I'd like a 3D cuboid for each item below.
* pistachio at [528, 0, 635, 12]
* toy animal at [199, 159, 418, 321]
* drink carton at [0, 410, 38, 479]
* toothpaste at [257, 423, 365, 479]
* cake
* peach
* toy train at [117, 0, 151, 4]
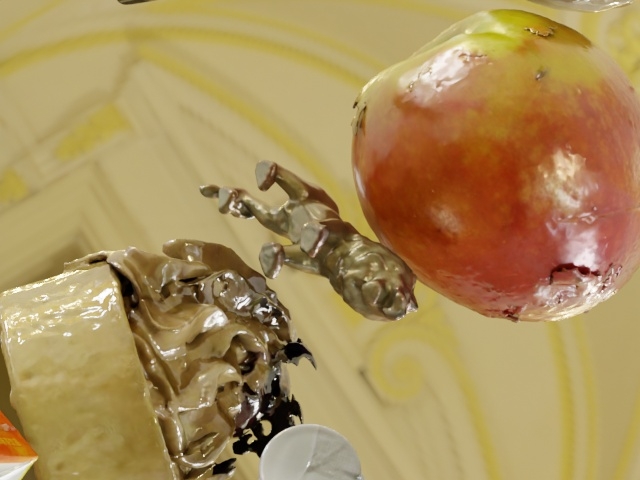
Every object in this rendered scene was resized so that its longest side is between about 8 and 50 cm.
[{"bbox_3d":[0.263,-0.359,2.054,0.260,0.163,0.212,42,-11,-33],"label":"pistachio"},{"bbox_3d":[0.000,0.000,1.909,0.157,0.097,0.312,22,15,-34],"label":"toy animal"},{"bbox_3d":[-0.439,0.126,1.664,0.351,0.111,0.154,44,14,25],"label":"drink carton"},{"bbox_3d":[-0.012,0.175,0.952,0.057,0.089,0.234,20,-32,8],"label":"toothpaste"},{"bbox_3d":[-0.162,0.159,1.876,0.332,0.321,0.332,162,-90,-84],"label":"cake"},{"bbox_3d":[0.213,-0.075,1.978,0.370,0.370,0.370,48,-21,25],"label":"peach"},{"bbox_3d":[-0.198,-0.325,1.773,0.409,0.086,0.089,96,-13,-85],"label":"toy train"}]
